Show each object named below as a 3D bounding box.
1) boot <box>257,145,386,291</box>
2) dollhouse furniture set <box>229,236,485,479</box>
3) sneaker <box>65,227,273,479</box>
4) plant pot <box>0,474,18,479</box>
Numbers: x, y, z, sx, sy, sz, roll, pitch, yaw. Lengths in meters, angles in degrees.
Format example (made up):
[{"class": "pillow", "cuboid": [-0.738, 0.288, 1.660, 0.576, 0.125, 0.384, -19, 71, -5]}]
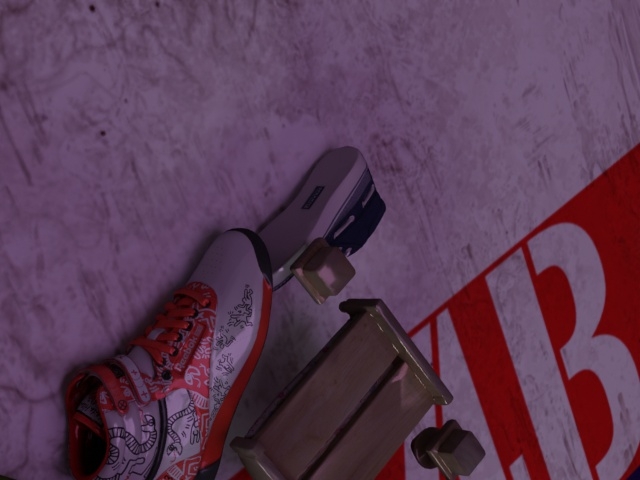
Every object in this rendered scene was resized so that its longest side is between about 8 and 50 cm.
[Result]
[{"class": "boot", "cuboid": [0.000, 0.000, 1.298, 0.190, 0.069, 0.086, -51, 130, -24]}, {"class": "dollhouse furniture set", "cuboid": [-0.029, 0.229, 1.265, 0.303, 0.174, 0.355, -47, 114, -27]}, {"class": "sneaker", "cuboid": [-0.140, 0.107, 1.180, 0.145, 0.090, 0.270, 18, 87, -43]}, {"class": "plant pot", "cuboid": [-0.233, 0.328, 1.056, 0.227, 0.207, 0.228, 29, 77, -39]}]
